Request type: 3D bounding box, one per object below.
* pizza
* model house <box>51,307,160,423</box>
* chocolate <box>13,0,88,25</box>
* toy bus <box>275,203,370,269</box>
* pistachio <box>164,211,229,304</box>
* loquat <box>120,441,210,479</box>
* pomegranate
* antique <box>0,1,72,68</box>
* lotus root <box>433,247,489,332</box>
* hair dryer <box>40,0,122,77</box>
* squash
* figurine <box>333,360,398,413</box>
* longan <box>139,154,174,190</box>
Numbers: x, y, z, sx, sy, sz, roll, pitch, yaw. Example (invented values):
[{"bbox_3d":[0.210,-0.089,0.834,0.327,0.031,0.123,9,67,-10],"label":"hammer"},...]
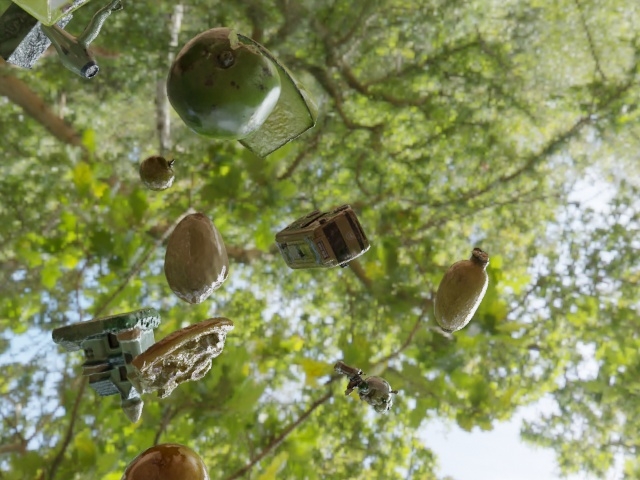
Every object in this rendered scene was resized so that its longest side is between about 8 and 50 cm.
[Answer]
[{"bbox_3d":[-0.354,0.312,2.043,0.089,0.223,0.323,41,-142,24],"label":"pizza"},{"bbox_3d":[-0.582,0.375,2.274,0.267,0.324,0.194,-12,-179,21],"label":"model house"},{"bbox_3d":[-0.495,-0.592,1.578,0.289,0.137,0.301,-31,-133,3],"label":"chocolate"},{"bbox_3d":[0.000,0.000,2.151,0.157,0.139,0.289,-31,-168,-25],"label":"toy bus"},{"bbox_3d":[-0.293,0.043,1.898,0.152,0.223,0.126,6,159,-12],"label":"pistachio"},{"bbox_3d":[-0.380,0.615,1.957,0.235,0.235,0.235,4,-160,-1],"label":"loquat"},{"bbox_3d":[-0.205,-0.314,1.690,0.236,0.235,0.302,2,172,-5],"label":"pomegranate"},{"bbox_3d":[-0.654,-0.489,1.803,0.088,0.183,0.086,46,-168,13],"label":"antique"},{"bbox_3d":[0.454,0.170,2.593,0.146,0.303,0.131,32,-158,27],"label":"lotus root"},{"bbox_3d":[-0.511,-0.462,1.687,0.167,0.199,0.067,31,-167,17],"label":"hair dryer"},{"bbox_3d":[-0.189,-0.409,2.130,0.234,0.309,0.210,-28,-127,20],"label":"squash"},{"bbox_3d":[0.121,0.418,2.269,0.197,0.093,0.147,22,163,18],"label":"figurine"},{"bbox_3d":[-0.327,-0.139,1.617,0.083,0.075,0.075,-37,-142,-23],"label":"longan"}]
